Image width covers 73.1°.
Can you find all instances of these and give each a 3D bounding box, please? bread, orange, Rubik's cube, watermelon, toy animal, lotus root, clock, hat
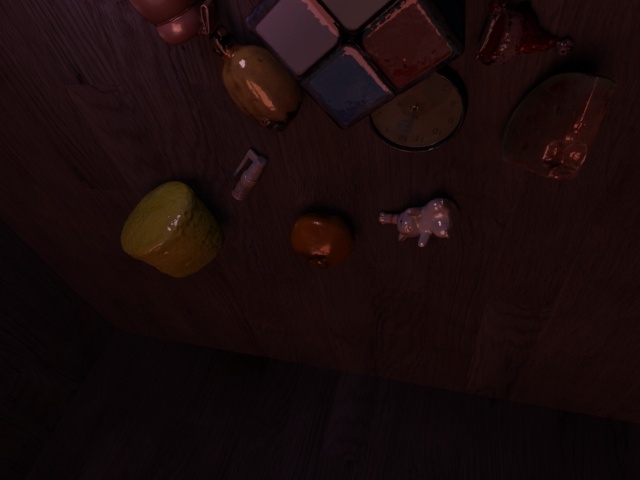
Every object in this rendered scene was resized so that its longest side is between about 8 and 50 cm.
[{"bbox_3d":[-0.585,-0.031,1.730,0.348,0.348,0.308,-5,144,27],"label":"bread"},{"bbox_3d":[0.000,0.000,1.641,0.248,0.183,0.249,10,143,8],"label":"orange"},{"bbox_3d":[0.090,-0.487,0.896,0.313,0.318,0.316,-24,127,40],"label":"Rubik's cube"},{"bbox_3d":[0.602,-0.269,1.058,0.148,0.226,0.318,-3,158,-17],"label":"watermelon"},{"bbox_3d":[0.327,-0.056,1.474,0.282,0.138,0.141,-14,101,29],"label":"toy animal"},{"bbox_3d":[-0.180,-0.442,1.183,0.182,0.183,0.310,-25,122,41],"label":"lotus root"},{"bbox_3d":[0.262,-0.362,1.194,0.280,0.055,0.281,11,141,9],"label":"clock"},{"bbox_3d":[0.467,-0.461,0.972,0.227,0.129,0.140,2,118,-8],"label":"hat"}]

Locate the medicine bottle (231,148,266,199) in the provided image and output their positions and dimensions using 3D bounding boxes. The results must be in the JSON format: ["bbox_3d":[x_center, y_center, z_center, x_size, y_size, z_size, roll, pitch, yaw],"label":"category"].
[{"bbox_3d":[-0.266,-0.237,1.562,0.092,0.061,0.220,45,137,-3],"label":"medicine bottle"}]

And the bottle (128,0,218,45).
[{"bbox_3d":[-0.382,-0.625,1.025,0.206,0.173,0.297,1,140,32],"label":"bottle"}]
